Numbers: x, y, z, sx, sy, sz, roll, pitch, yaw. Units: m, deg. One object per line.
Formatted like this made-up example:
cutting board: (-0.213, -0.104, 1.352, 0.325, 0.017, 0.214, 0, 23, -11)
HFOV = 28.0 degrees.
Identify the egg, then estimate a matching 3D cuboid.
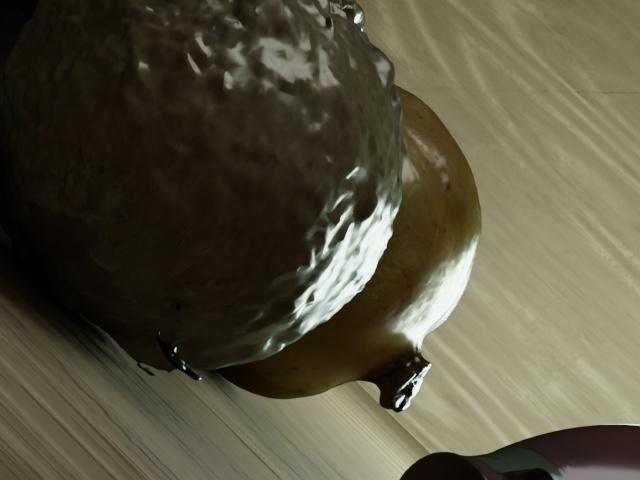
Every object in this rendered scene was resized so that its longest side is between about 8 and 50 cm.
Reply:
egg: (-0.072, -0.054, 0.799, 0.279, 0.279, 0.310, 44, -15, 9)

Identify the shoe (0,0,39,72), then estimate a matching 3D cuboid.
shoe: (-0.334, -0.288, 0.993, 0.384, 0.171, 0.237, 39, 30, -59)

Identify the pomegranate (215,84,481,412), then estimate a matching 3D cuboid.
pomegranate: (-0.015, -0.010, 1.082, 0.307, 0.307, 0.307, 44, -1, 1)

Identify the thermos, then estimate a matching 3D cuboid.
thermos: (0.151, 0.191, 0.802, 0.265, 0.176, 0.146, 10, 47, -39)
